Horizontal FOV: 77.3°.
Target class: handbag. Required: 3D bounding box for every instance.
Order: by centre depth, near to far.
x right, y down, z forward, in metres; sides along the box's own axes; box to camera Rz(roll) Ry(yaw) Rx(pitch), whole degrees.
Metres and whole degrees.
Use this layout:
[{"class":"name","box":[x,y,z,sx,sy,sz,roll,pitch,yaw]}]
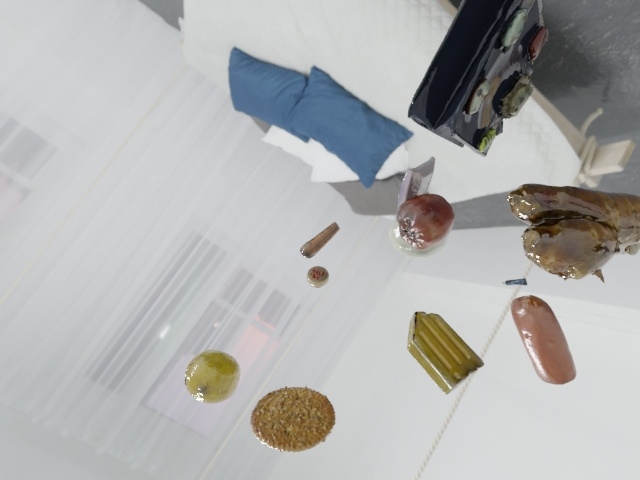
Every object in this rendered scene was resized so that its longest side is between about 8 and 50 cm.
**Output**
[{"class":"handbag","box":[0.366,-0.353,0.870,0.122,0.303,0.330,37,-160,33]}]

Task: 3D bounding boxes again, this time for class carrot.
[{"class":"carrot","box":[0.000,0.000,1.383,0.055,0.162,0.055,51,180,0]}]

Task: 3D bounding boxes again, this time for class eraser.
[{"class":"eraser","box":[0.335,-0.162,1.414,0.059,0.204,0.243,26,127,25]}]

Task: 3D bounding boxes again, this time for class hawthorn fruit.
[{"class":"hawthorn fruit","box":[0.353,-0.069,1.300,0.185,0.202,0.185,44,151,32]}]

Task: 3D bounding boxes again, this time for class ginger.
[{"class":"ginger","box":[0.660,-0.011,0.977,0.419,0.253,0.176,3,152,-21]}]

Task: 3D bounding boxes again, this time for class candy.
[{"class":"candy","box":[0.468,-0.016,1.914,0.296,0.185,0.295,6,147,4]}]

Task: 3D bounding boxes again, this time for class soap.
[{"class":"soap","box":[0.381,0.348,1.306,0.257,0.161,0.080,50,146,31]}]

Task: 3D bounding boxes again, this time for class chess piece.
[{"class":"chess piece","box":[-0.010,0.131,1.451,0.084,0.084,0.038,29,145,25]}]

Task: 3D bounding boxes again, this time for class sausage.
[{"class":"sausage","box":[0.622,0.270,1.123,0.258,0.114,0.114,65,164,-7]}]

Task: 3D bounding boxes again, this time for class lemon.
[{"class":"lemon","box":[-0.465,0.594,1.750,0.229,0.228,0.253,29,167,27]}]

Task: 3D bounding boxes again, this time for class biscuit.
[{"class":"biscuit","box":[-0.080,0.508,1.165,0.254,0.035,0.254,0,-161,0]}]

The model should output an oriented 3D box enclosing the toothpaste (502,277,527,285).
[{"class":"toothpaste","box":[0.694,0.151,1.433,0.083,0.027,0.019,-11,169,42]}]
